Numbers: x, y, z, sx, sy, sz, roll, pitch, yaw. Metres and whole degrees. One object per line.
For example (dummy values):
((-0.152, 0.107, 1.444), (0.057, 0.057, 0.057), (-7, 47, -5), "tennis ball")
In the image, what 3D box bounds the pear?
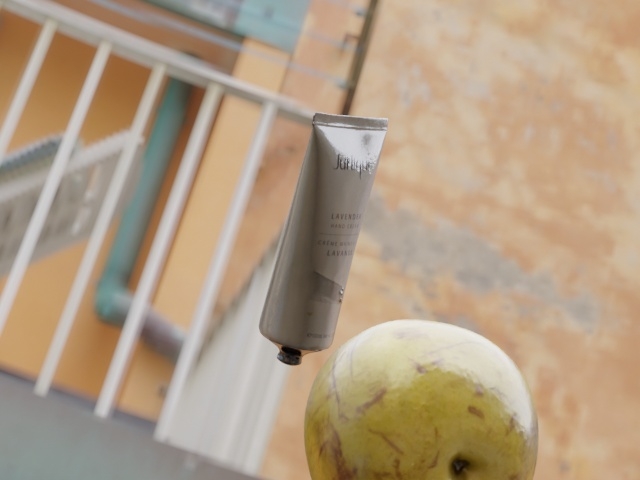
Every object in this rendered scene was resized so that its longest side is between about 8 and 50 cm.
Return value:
((0.111, 0.221, 2.085), (0.281, 0.280, 0.280), (12, -30, 7), "pear")

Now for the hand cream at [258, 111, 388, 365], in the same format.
((0.000, 0.000, 1.320), (0.054, 0.186, 0.087), (23, 15, 36), "hand cream")
